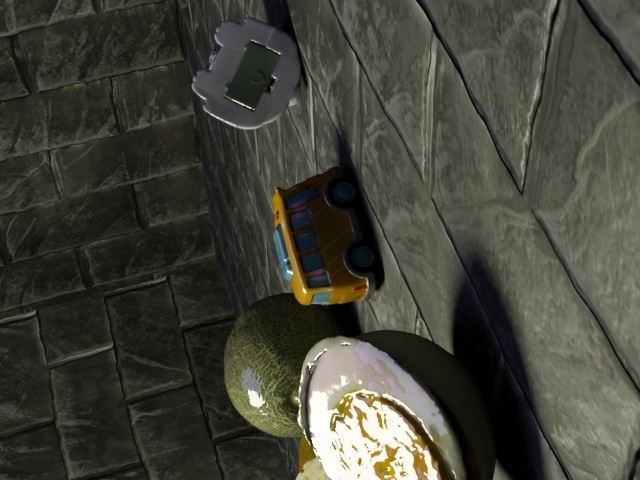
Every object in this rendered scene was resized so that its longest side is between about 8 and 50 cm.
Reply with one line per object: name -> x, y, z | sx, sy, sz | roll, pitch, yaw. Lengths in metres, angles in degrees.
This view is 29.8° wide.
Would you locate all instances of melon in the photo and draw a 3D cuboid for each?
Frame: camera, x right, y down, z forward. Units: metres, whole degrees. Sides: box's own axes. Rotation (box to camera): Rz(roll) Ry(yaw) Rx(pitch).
melon -> -0.059, 0.224, 2.205 | 0.329, 0.248, 0.249 | -110, 8, -72

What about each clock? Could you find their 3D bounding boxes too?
clock -> -0.122, -0.280, 2.109 | 0.254, 0.188, 0.189 | -136, 32, -86

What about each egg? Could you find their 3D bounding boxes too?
egg -> 0.122, 0.215, 1.433 | 0.286, 0.174, 0.264 | 9, 116, 53

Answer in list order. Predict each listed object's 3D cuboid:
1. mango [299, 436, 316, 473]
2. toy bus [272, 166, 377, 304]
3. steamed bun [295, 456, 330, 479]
mango -> 0.020, 0.461, 2.468 | 0.289, 0.129, 0.146 | -104, 3, -57
toy bus -> 0.000, 0.000, 1.853 | 0.126, 0.136, 0.210 | 114, 141, -74
steamed bun -> 0.044, 0.437, 2.076 | 0.295, 0.137, 0.292 | -55, 12, 28
